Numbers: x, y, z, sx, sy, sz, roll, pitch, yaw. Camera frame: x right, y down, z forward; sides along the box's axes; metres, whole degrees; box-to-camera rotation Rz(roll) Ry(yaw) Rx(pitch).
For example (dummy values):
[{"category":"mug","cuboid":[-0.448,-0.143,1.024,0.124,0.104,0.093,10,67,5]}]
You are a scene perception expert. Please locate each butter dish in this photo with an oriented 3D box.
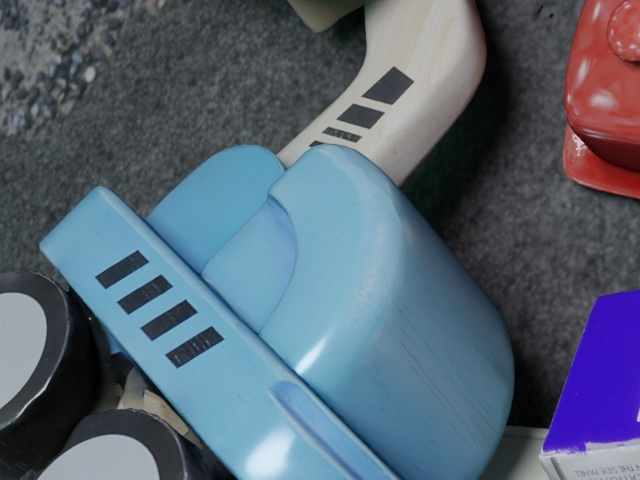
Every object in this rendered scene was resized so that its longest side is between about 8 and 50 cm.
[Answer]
[{"category":"butter dish","cuboid":[0.195,-0.102,0.942,0.160,0.118,0.159,15,90,37]}]

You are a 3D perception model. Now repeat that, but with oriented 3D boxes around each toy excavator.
[{"category":"toy excavator","cuboid":[0.000,0.000,0.959,0.445,0.222,0.433,-43,41,-4]}]

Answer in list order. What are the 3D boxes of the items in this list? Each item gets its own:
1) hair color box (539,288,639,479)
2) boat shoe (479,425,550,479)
[{"category":"hair color box","cuboid":[0.251,0.165,0.724,0.185,0.339,0.110,-13,33,34]},{"category":"boat shoe","cuboid":[0.185,0.175,0.929,0.319,0.116,0.099,6,128,30]}]
